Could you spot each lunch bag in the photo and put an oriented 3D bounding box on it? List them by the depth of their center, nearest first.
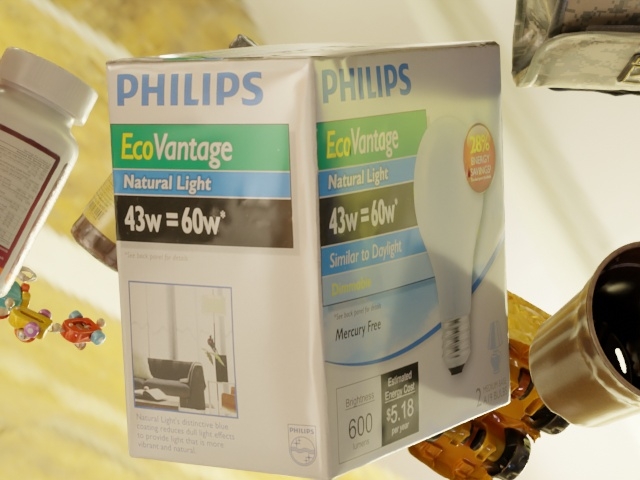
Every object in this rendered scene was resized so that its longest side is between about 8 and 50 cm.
[{"bbox_3d":[0.322,-0.262,1.841,0.235,0.287,0.169,0,-146,-8],"label":"lunch bag"}]

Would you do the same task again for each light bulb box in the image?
[{"bbox_3d":[0.000,0.000,1.741,0.358,0.225,0.361,-14,-76,-57],"label":"light bulb box"}]

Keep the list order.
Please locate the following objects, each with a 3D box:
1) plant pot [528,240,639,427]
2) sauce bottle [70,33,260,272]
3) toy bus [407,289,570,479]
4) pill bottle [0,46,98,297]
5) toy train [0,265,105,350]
[{"bbox_3d":[0.296,0.105,1.854,0.167,0.165,0.167,9,-114,-21],"label":"plant pot"},{"bbox_3d":[-0.183,-0.113,2.438,0.111,0.344,0.111,37,-171,-7],"label":"sauce bottle"},{"bbox_3d":[0.209,0.164,2.323,0.149,0.220,0.211,29,-152,-20],"label":"toy bus"},{"bbox_3d":[-0.308,-0.066,1.809,0.121,0.221,0.121,26,173,4],"label":"pill bottle"},{"bbox_3d":[-0.361,0.098,2.415,0.166,0.046,0.125,36,-156,27],"label":"toy train"}]
